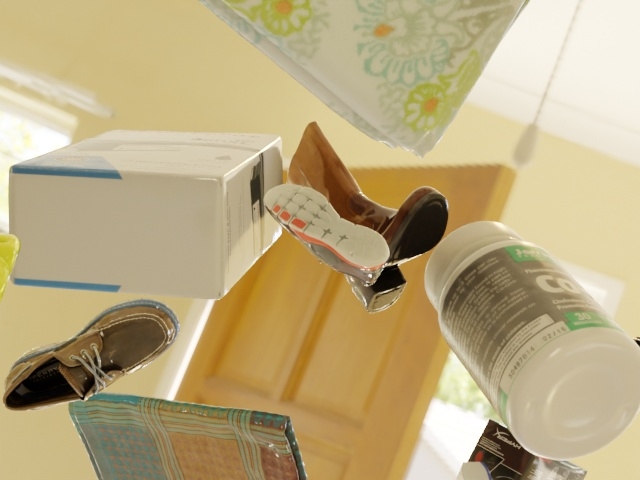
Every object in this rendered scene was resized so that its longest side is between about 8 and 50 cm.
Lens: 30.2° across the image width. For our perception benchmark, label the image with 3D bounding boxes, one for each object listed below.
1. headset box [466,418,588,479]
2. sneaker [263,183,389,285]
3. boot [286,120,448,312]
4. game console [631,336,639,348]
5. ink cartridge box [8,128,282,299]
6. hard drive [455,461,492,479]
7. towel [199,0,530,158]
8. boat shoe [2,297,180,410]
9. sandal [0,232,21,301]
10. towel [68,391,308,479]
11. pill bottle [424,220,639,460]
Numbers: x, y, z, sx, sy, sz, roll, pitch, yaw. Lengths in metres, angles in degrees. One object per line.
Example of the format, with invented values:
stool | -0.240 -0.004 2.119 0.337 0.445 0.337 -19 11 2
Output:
headset box | 0.310 0.480 2.034 0.110 0.293 0.218 25 -4 41
sneaker | 0.000 0.000 1.266 0.158 0.061 0.065 35 -38 23
boot | 0.064 -0.072 1.783 0.280 0.096 0.264 59 -28 25
game console | 0.649 0.202 1.930 0.361 0.044 0.213 13 -13 40
ink cartridge box | -0.226 -0.051 1.668 0.285 0.166 0.395 3 13 8
hard drive | 0.183 0.472 1.546 0.040 0.210 0.319 2 -49 -13
towel | 0.036 -0.296 0.997 0.374 0.321 0.090 37 -9 -23
boat shoe | -0.211 0.115 1.088 0.066 0.183 0.066 57 19 -17
sandal | -0.311 0.074 0.838 0.138 0.126 0.317 24 19 -15
towel | -0.163 0.329 1.567 0.370 0.040 0.271 1 -64 36
pill bottle | 0.289 0.127 1.684 0.204 0.204 0.361 29 15 -30
